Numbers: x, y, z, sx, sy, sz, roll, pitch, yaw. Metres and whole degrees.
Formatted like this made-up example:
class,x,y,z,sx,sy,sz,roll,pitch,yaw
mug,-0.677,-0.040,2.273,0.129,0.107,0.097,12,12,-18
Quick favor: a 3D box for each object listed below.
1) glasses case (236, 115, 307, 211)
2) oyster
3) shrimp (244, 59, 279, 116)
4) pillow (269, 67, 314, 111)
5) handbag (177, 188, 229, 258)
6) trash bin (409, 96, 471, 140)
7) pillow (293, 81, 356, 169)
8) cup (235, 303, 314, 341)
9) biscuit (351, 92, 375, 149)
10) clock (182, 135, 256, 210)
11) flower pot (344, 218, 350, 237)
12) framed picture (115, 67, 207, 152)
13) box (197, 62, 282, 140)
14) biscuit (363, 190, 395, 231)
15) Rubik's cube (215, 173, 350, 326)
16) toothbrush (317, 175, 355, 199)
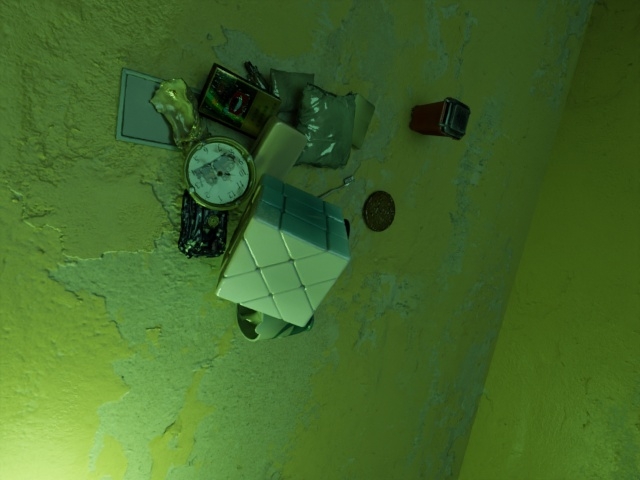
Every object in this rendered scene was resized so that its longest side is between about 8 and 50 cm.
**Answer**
class,x,y,z,sx,sy,sz,roll,pitch,yaw
glasses case,-0.188,-0.250,1.399,0.143,0.076,0.337,23,109,-37
oyster,-0.415,-0.377,1.247,0.107,0.161,0.233,-37,127,-42
shrimp,-0.231,-0.505,1.416,0.152,0.046,0.220,-42,120,-26
pillow,-0.099,-0.539,1.475,0.229,0.050,0.149,-21,120,-49
handbag,-0.389,-0.067,1.346,0.161,0.113,0.261,6,91,-31
trash bin,0.523,-0.547,1.823,0.184,0.238,0.162,8,97,-38
pillow,0.011,-0.419,1.525,0.283,0.138,0.311,-10,119,-40
cup,-0.173,0.220,1.509,0.257,0.219,0.290,2,66,-36
biscuit,0.150,-0.495,1.690,0.121,0.040,0.200,23,87,-38
clock,-0.322,-0.212,1.290,0.236,0.057,0.238,-2,94,-27
flower pot,0.000,0.000,1.590,0.148,0.235,0.236,22,86,-17
framed picture,-0.488,-0.394,1.272,0.274,0.017,0.218,7,95,-36
box,-0.265,-0.446,1.326,0.239,0.071,0.160,18,118,-31
biscuit,0.271,-0.133,1.852,0.187,0.027,0.188,-6,101,-34
Rubik's cube,-0.121,0.028,1.319,0.321,0.316,0.319,24,119,-15
toothbrush,0.029,-0.196,1.671,0.307,0.025,0.030,-33,108,-27
